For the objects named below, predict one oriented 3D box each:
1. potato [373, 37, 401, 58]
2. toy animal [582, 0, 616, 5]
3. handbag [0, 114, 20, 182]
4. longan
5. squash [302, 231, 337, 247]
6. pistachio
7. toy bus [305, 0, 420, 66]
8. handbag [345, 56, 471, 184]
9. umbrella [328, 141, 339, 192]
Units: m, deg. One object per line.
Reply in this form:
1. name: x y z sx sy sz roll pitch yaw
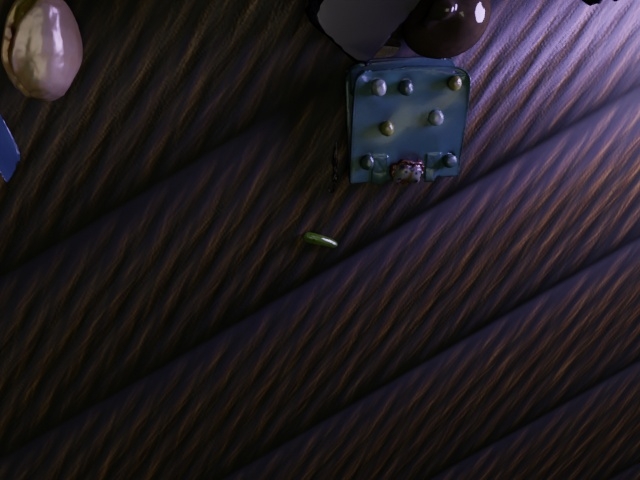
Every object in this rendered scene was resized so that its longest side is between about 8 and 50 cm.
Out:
1. potato: 0.121 -0.406 1.472 0.093 0.037 0.036 5 135 1
2. toy animal: 0.554 -0.646 1.394 0.106 0.168 0.343 -17 106 -4
3. handbag: -0.641 -0.224 1.312 0.057 0.144 0.221 -18 118 -7
4. longan: 0.249 -0.447 1.393 0.185 0.204 0.159 -36 89 16
5. squash: 0.001 -0.001 1.640 0.089 0.027 0.027 13 111 -21
6. pistachio: -0.518 -0.359 1.301 0.145 0.117 0.200 -12 116 -51
7. toy bus: 0.134 -0.542 1.338 0.171 0.162 0.386 36 102 -27
8. handbag: 0.192 -0.255 1.524 0.269 0.100 0.274 -5 115 -12
9. umbrella: 0.034 -0.164 1.578 0.022 0.013 0.122 10 115 5
